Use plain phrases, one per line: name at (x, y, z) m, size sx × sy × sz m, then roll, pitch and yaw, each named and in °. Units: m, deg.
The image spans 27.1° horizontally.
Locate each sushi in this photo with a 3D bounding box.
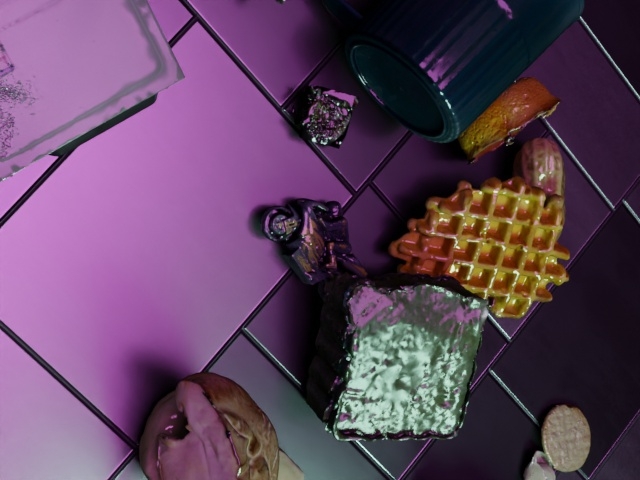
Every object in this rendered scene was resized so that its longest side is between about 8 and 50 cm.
sushi at (-0.001, -0.188, 1.992) m, size 0.084 × 0.056 × 0.083 m, roll 12°, pitch 96°, yaw -29°

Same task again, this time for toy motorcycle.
toy motorcycle at (0.000, 0.000, 2.006) m, size 0.124 × 0.061 × 0.193 m, roll -49°, pitch 112°, yaw -18°

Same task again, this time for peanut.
peanut at (0.354, -0.074, 2.169) m, size 0.083 × 0.093 × 0.194 m, roll -14°, pitch 113°, yaw -28°

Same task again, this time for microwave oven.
microwave oven at (-0.371, -0.233, 1.720) m, size 0.295 × 0.181 × 0.237 m, roll -33°, pitch 111°, yaw -21°

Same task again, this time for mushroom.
mushroom at (-0.124, 0.316, 1.845) m, size 0.151 × 0.156 × 0.286 m, roll -13°, pitch 103°, yaw -52°

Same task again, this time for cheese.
cheese at (-0.148, 0.329, 1.942) m, size 0.263 × 0.093 × 0.159 m, roll 40°, pitch 75°, yaw -24°

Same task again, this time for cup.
cup at (0.190, -0.340, 1.972) m, size 0.292 × 0.242 × 0.308 m, roll -47°, pitch 116°, yaw -13°

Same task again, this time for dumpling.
dumpling at (0.370, 0.397, 2.252) m, size 0.052 × 0.057 × 0.076 m, roll -34°, pitch 83°, yaw 16°

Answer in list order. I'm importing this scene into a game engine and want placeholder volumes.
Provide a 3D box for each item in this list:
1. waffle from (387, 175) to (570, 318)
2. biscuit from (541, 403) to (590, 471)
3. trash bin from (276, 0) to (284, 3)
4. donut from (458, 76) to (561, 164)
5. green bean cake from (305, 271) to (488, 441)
waffle at (0.261, 0.029, 2.102) m, size 0.309 × 0.065 × 0.283 m, roll -31°, pitch 121°, yaw 1°
biscuit at (0.420, 0.337, 2.270) m, size 0.120 × 0.015 × 0.120 m, roll 6°, pitch 80°, yaw -36°
trash bin at (-0.125, -0.467, 1.806) m, size 0.262 × 0.217 × 0.277 m, roll -2°, pitch 116°, yaw -27°
donut at (0.279, -0.184, 2.074) m, size 0.146 × 0.181 × 0.078 m, roll -33°, pitch 89°, yaw -22°
green bean cake at (0.112, 0.171, 2.011) m, size 0.241 × 0.132 × 0.255 m, roll 2°, pitch 106°, yaw -21°
